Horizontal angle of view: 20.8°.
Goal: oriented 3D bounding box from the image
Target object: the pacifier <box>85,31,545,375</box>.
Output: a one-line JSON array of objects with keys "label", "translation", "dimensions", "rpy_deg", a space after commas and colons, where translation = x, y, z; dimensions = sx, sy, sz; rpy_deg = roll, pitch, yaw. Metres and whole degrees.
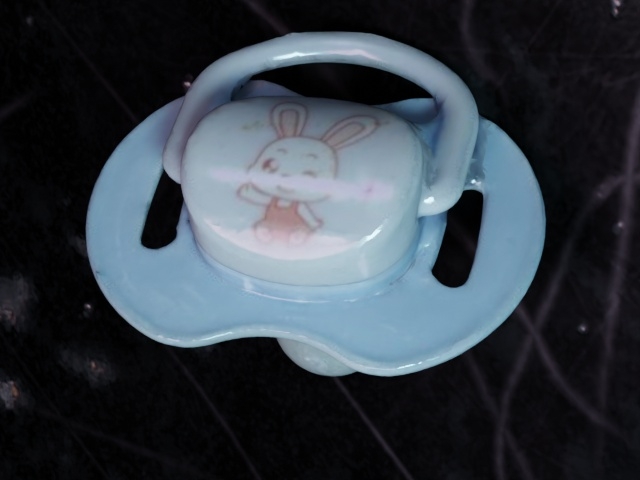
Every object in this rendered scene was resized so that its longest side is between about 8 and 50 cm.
[{"label": "pacifier", "translation": [0.000, 0.000, 1.118], "dimensions": [0.287, 0.238, 0.225], "rpy_deg": [6, 145, 9]}]
